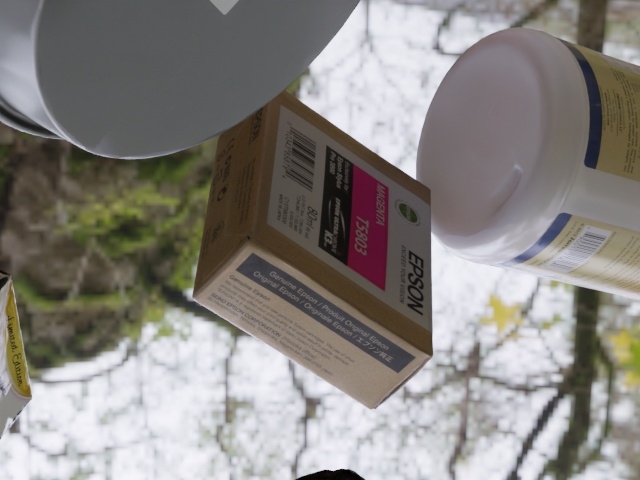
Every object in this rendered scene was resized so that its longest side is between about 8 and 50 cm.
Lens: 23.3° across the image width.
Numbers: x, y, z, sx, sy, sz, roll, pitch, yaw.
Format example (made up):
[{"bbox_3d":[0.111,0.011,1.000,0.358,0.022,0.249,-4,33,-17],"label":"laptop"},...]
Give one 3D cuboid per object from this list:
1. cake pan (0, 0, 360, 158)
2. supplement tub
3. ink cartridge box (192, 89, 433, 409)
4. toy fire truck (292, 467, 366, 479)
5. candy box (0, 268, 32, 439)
[{"bbox_3d":[-0.061,-0.159,0.826,0.293,0.293,0.054,-16,-129,-47],"label":"cake pan"},{"bbox_3d":[0.278,-0.065,1.527,0.316,0.228,0.228,13,-172,-32],"label":"supplement tub"},{"bbox_3d":[0.000,0.000,1.331,0.193,0.088,0.234,32,-147,-21],"label":"ink cartridge box"},{"bbox_3d":[-0.086,0.169,0.512,0.246,0.158,0.217,-9,-147,52],"label":"toy fire truck"},{"bbox_3d":[-0.301,0.138,1.094,0.071,0.159,0.233,22,-127,15],"label":"candy box"}]
